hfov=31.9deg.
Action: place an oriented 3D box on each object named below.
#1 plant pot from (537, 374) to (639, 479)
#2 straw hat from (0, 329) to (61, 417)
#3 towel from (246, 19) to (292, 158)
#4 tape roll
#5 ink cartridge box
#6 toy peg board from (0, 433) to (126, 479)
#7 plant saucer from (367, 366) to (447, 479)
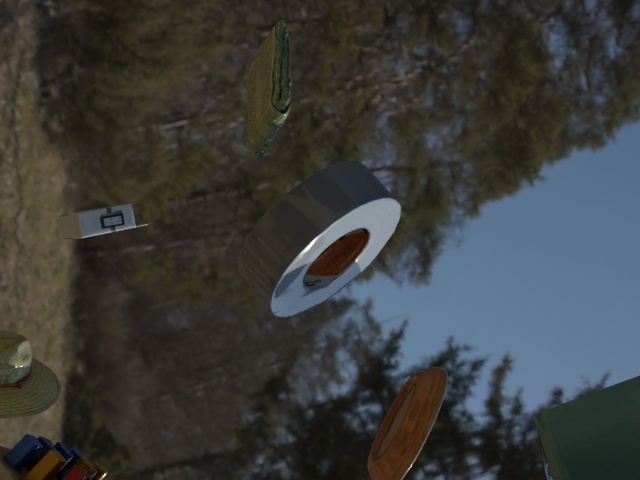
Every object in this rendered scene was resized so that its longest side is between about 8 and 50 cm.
[{"bbox_3d":[0.237,0.198,0.702,0.234,0.165,0.166,-118,-169,-59],"label":"plant pot"},{"bbox_3d":[-0.352,0.133,1.235,0.144,0.144,0.061,49,-51,52],"label":"straw hat"},{"bbox_3d":[-0.064,-0.181,1.350,0.110,0.027,0.148,125,-31,-51],"label":"towel"},{"bbox_3d":[0.000,0.000,1.458,0.072,0.219,0.219,49,-27,22],"label":"tape roll"},{"bbox_3d":[-0.238,-0.022,1.235,0.048,0.083,0.028,-2,-82,53],"label":"ink cartridge box"},{"bbox_3d":[-0.268,0.271,1.241,0.160,0.079,0.161,43,-3,24],"label":"toy peg board"},{"bbox_3d":[0.119,0.267,1.609,0.200,0.037,0.200,-62,-177,6],"label":"plant saucer"}]
